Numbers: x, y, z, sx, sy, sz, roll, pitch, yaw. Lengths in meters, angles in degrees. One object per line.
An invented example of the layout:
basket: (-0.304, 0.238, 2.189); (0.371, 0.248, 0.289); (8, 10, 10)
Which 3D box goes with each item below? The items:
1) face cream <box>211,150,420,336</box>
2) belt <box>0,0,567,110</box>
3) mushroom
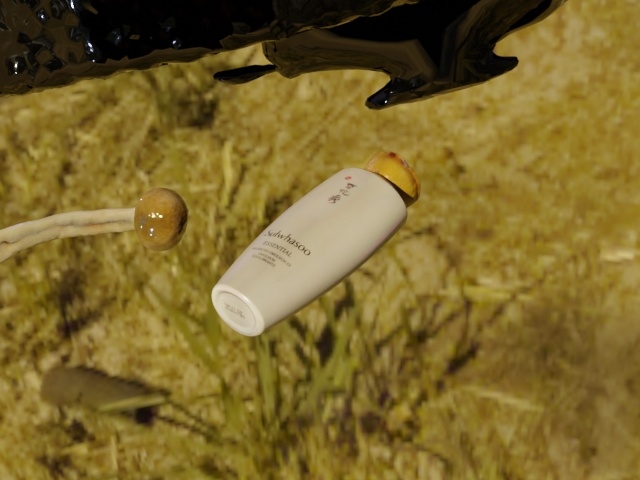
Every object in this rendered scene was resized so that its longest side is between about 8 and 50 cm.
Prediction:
face cream: (0.000, 0.000, 1.028); (0.072, 0.051, 0.182); (25, 48, 32)
belt: (0.006, -0.119, 0.425); (0.289, 0.164, 0.184); (-11, 17, 14)
mushroom: (-0.219, 0.028, 1.042); (0.306, 0.043, 0.068); (-25, 63, 27)
